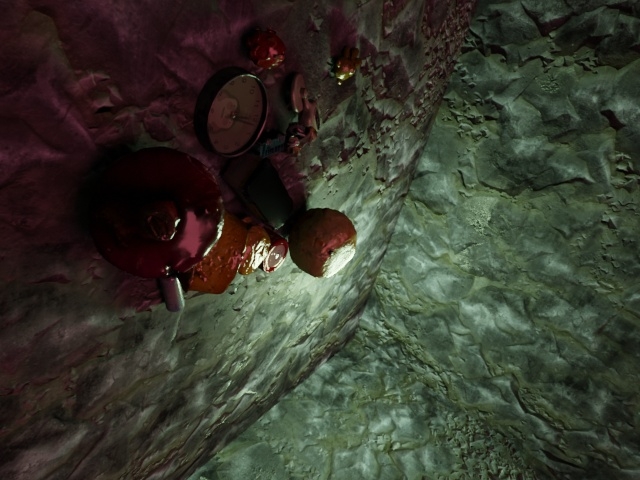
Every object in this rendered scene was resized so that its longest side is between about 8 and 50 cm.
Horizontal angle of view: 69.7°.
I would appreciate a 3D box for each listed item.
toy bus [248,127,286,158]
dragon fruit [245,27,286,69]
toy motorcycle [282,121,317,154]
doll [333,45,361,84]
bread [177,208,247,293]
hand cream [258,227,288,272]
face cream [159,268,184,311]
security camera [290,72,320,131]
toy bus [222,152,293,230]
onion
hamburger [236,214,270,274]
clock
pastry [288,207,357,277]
[{"bbox_3d":[-0.220,-0.389,1.856,0.160,0.079,0.092,-35,147,-47],"label":"toy bus"},{"bbox_3d":[-0.180,-0.655,1.586,0.166,0.133,0.136,13,97,-63],"label":"dragon fruit"},{"bbox_3d":[-0.091,-0.423,1.940,0.229,0.129,0.094,132,-43,-64],"label":"toy motorcycle"},{"bbox_3d":[0.135,-0.801,2.087,0.209,0.097,0.137,-51,149,-32],"label":"doll"},{"bbox_3d":[-0.389,0.033,1.687,0.358,0.204,0.337,-123,-129,-71],"label":"bread"},{"bbox_3d":[-0.254,0.048,2.203,0.193,0.125,0.193,-41,149,-31],"label":"hand cream"},{"bbox_3d":[-0.577,0.177,1.776,0.075,0.075,0.230,-40,149,-38],"label":"face cream"},{"bbox_3d":[-0.061,-0.565,1.934,0.302,0.080,0.157,71,30,-59],"label":"security camera"},{"bbox_3d":[-0.249,-0.202,1.897,0.171,0.162,0.386,-53,154,-13],"label":"toy bus"},{"bbox_3d":[-0.471,-0.074,1.299,0.399,0.398,0.420,-62,-171,1],"label":"onion"},{"bbox_3d":[-0.322,0.022,1.995,0.244,0.162,0.245,-42,148,-35],"label":"hamburger"},{"bbox_3d":[-0.308,-0.450,1.640,0.319,0.066,0.319,-45,151,-33],"label":"clock"},{"bbox_3d":[0.000,0.000,2.418,0.388,0.312,0.389,-31,142,-28],"label":"pastry"}]
